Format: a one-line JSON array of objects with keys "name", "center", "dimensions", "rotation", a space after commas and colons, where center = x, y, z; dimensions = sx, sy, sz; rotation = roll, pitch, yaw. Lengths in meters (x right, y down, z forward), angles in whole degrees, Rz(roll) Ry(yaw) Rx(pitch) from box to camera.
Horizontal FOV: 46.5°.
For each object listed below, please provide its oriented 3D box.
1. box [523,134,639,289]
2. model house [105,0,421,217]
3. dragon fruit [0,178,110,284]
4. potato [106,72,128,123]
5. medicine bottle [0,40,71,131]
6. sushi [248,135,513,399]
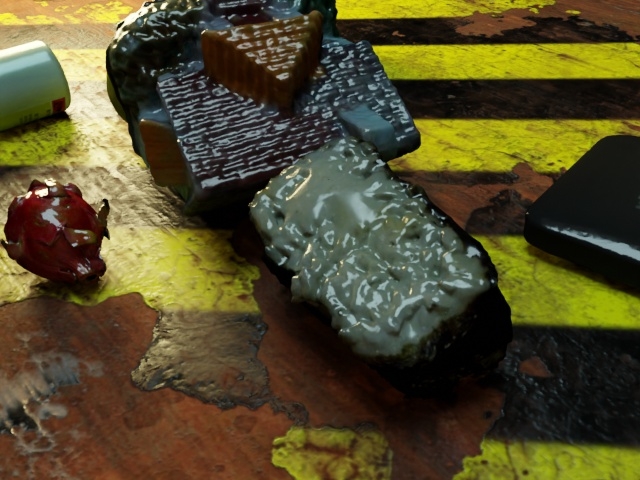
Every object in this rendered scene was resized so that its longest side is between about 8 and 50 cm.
[{"name": "box", "center": [0.452, -0.031, 0.976], "dimensions": [0.290, 0.073, 0.289], "rotation": [24, 45, 33]}, {"name": "model house", "center": [-0.079, -0.174, 1.024], "dimensions": [0.360, 0.297, 0.339], "rotation": [-15, 32, -17]}, {"name": "dragon fruit", "center": [-0.349, -0.007, 0.984], "dimensions": [0.133, 0.136, 0.166], "rotation": [-10, 50, -51]}, {"name": "potato", "center": [-0.257, -0.281, 1.275], "dimensions": [0.216, 0.215, 0.304], "rotation": [-20, 27, -20]}, {"name": "medicine bottle", "center": [-0.590, -0.273, 1.371], "dimensions": [0.225, 0.139, 0.139], "rotation": [-26, 41, -28]}, {"name": "sushi", "center": [0.049, 0.031, 0.832], "dimensions": [0.196, 0.181, 0.343], "rotation": [-33, 49, -13]}]
